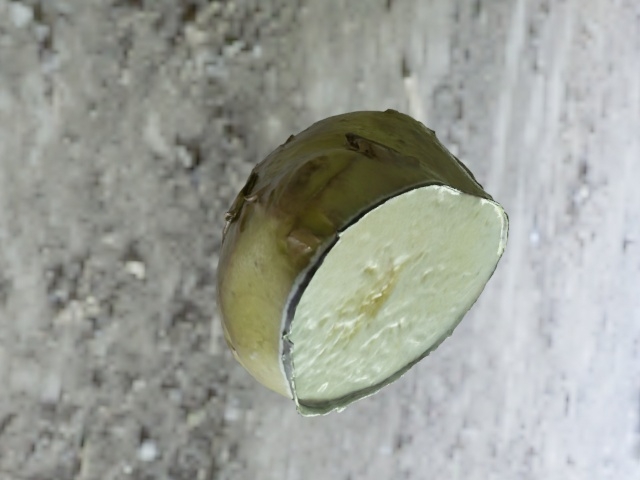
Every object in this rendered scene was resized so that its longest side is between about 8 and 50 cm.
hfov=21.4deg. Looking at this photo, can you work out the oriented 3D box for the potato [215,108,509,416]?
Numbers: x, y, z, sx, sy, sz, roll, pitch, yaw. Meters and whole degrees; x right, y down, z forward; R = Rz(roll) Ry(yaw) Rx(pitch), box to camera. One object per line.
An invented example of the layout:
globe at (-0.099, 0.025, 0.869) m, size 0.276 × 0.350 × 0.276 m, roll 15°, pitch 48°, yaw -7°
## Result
potato at (0.000, 0.000, 1.441) m, size 0.300 × 0.196 × 0.246 m, roll 6°, pitch 116°, yaw -60°
